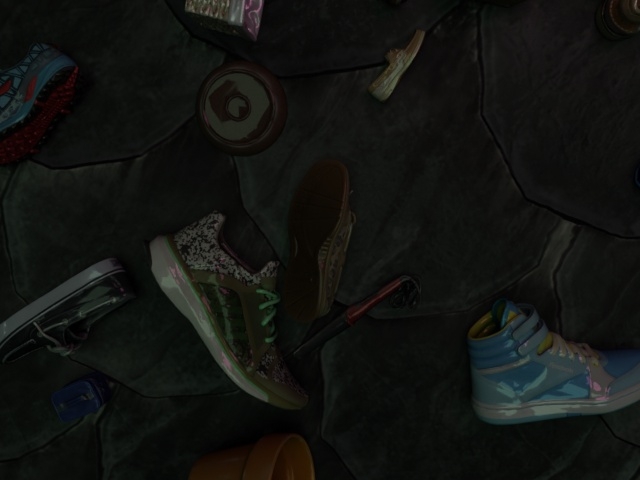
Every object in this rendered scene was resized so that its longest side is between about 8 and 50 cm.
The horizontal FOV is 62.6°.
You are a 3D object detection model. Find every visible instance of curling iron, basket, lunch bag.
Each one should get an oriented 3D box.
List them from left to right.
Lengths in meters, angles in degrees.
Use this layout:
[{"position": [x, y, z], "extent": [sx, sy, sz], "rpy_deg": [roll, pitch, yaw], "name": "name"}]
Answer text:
[{"position": [-0.455, 0.300, 1.009], "extent": [0.098, 0.065, 0.067], "rpy_deg": [-24, 96, 8], "name": "lunch bag"}, {"position": [-0.150, -0.429, 0.863], "extent": [0.103, 0.113, 0.168], "rpy_deg": [11, 98, 5], "name": "basket"}, {"position": [0.067, 0.147, 0.965], "extent": [0.273, 0.035, 0.068], "rpy_deg": [-30, 95, 7], "name": "curling iron"}]

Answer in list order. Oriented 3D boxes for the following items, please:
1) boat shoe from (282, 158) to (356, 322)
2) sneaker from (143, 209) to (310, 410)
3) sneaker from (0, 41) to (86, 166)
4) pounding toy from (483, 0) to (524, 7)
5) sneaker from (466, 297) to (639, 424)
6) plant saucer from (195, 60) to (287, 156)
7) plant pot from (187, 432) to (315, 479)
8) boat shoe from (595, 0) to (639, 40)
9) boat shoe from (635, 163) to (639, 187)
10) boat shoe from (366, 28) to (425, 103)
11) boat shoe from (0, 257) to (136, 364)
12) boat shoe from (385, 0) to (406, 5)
[{"position": [0.000, 0.000, 0.934], "extent": [0.104, 0.089, 0.286], "rpy_deg": [16, 97, 27], "name": "boat shoe"}, {"position": [-0.126, 0.119, 0.927], "extent": [0.182, 0.158, 0.410], "rpy_deg": [-38, 96, -1], "name": "sneaker"}, {"position": [-0.537, -0.241, 0.939], "extent": [0.262, 0.104, 0.125], "rpy_deg": [-42, 76, 4], "name": "sneaker"}, {"position": [0.318, -0.477, 0.838], "extent": [0.205, 0.094, 0.181], "rpy_deg": [5, 98, -18], "name": "pounding toy"}, {"position": [0.404, 0.185, 0.902], "extent": [0.318, 0.127, 0.209], "rpy_deg": [-14, 98, 5], "name": "sneaker"}, {"position": [-0.143, -0.234, 0.932], "extent": [0.168, 0.029, 0.169], "rpy_deg": [1, 97, 4], "name": "plant saucer"}, {"position": [-0.132, 0.458, 0.953], "extent": [0.187, 0.205, 0.205], "rpy_deg": [-7, 98, 20], "name": "plant pot"}, {"position": [0.584, -0.433, 0.813], "extent": [0.302, 0.103, 0.113], "rpy_deg": [-42, 93, 8], "name": "boat shoe"}, {"position": [0.632, -0.180, 0.852], "extent": [0.108, 0.089, 0.259], "rpy_deg": [28, 99, 0], "name": "boat shoe"}, {"position": [0.127, -0.301, 0.892], "extent": [0.045, 0.050, 0.135], "rpy_deg": [31, 99, -6], "name": "boat shoe"}, {"position": [-0.474, 0.158, 0.968], "extent": [0.306, 0.113, 0.105], "rpy_deg": [-33, 80, -1], "name": "boat shoe"}, {"position": [0.140, -0.516, 0.842], "extent": [0.095, 0.095, 0.258], "rpy_deg": [-5, 97, -1], "name": "boat shoe"}]
